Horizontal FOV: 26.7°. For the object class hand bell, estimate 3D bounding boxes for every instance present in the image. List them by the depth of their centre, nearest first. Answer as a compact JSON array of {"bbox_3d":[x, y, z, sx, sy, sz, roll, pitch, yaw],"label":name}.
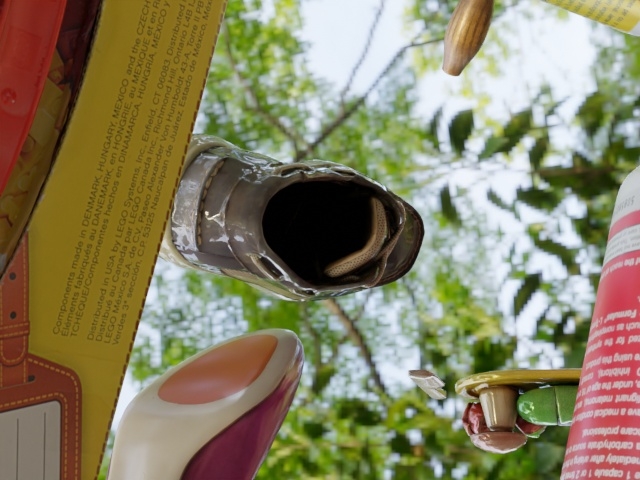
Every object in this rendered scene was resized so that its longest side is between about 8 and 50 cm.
[{"bbox_3d":[0.162,-0.263,1.260,0.126,0.126,0.242,-26,-35,-49],"label":"hand bell"}]

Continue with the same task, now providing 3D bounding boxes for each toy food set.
[{"bbox_3d":[0.195,0.164,1.245,0.128,0.218,0.071,62,-152,-70],"label":"toy food set"}]

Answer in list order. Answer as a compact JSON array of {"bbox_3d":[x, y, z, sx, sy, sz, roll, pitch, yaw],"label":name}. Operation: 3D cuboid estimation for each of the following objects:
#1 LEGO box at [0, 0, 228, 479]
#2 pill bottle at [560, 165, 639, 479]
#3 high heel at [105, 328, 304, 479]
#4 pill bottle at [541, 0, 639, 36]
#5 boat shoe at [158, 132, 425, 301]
[{"bbox_3d":[-0.240,-0.097,0.606,0.193,0.372,0.500,17,-94,-49],"label":"LEGO box"},{"bbox_3d":[0.308,0.153,1.037,0.229,0.229,0.407,33,-114,-44],"label":"pill bottle"},{"bbox_3d":[-0.107,0.230,1.089,0.377,0.127,0.181,-45,-52,-44],"label":"high heel"},{"bbox_3d":[0.201,-0.264,0.999,0.334,0.188,0.188,21,-119,1],"label":"pill bottle"},{"bbox_3d":[0.000,0.000,1.129,0.355,0.130,0.132,6,-80,-56],"label":"boat shoe"}]
